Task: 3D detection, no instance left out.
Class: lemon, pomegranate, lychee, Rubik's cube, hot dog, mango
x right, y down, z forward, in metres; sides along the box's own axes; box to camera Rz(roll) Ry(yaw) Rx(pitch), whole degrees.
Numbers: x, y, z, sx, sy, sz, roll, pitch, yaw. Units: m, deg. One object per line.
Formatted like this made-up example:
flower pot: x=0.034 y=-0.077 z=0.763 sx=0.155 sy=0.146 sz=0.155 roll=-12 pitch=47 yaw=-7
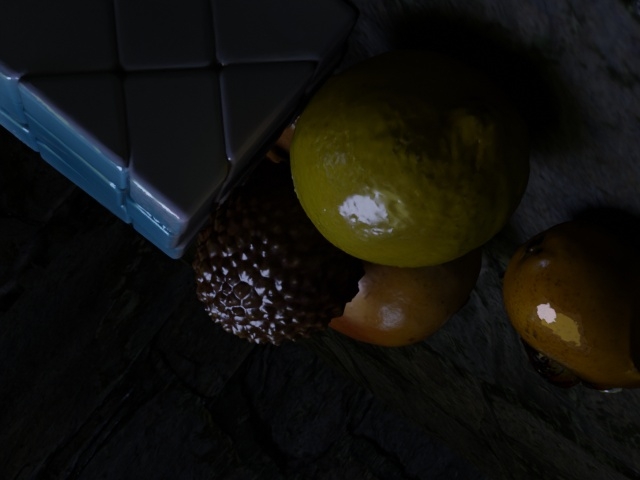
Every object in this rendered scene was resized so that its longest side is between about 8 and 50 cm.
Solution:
lemon: x=0.090 y=-0.084 z=1.154 sx=0.236 sy=0.236 sz=0.263 roll=45 pitch=-178 yaw=-22
pomegranate: x=0.095 y=0.016 z=1.488 sx=0.264 sy=0.264 sz=0.264 roll=37 pitch=168 yaw=10
lychee: x=-0.038 y=0.015 z=1.308 sx=0.200 sy=0.238 sz=0.200 roll=60 pitch=177 yaw=5
Rubik's cube: x=-0.190 y=-0.206 z=1.331 sx=0.322 sy=0.318 sz=0.316 roll=39 pitch=167 yaw=-2
hot dog: x=0.335 y=0.133 z=1.553 sx=0.163 sy=0.082 sz=0.270 roll=24 pitch=160 yaw=46
mango: x=0.317 y=0.083 z=1.279 sx=0.191 sy=0.159 sz=0.290 roll=18 pitch=165 yaw=45

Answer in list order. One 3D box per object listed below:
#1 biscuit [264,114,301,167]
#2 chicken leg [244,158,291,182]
biscuit: x=-0.057 y=-0.150 z=1.746 sx=0.350 sy=0.078 sz=0.455 roll=35 pitch=168 yaw=1
chicken leg: x=0.002 y=-0.005 z=1.661 sx=0.322 sy=0.083 sz=0.177 roll=39 pitch=-155 yaw=-24
